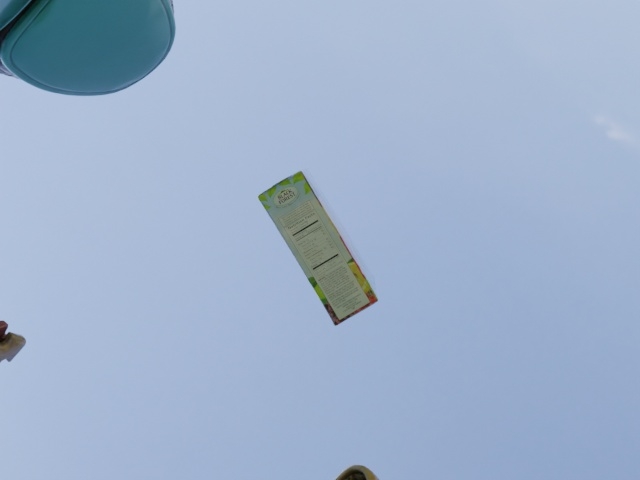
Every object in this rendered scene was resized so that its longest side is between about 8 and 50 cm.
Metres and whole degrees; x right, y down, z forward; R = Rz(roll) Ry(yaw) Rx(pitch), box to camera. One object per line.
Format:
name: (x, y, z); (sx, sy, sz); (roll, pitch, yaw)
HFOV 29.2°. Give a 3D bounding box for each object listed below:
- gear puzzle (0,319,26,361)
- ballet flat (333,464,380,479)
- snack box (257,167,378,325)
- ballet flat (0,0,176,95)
gear puzzle: (-0.388, 0.108, 0.998); (0.044, 0.175, 0.339); (43, -177, 21)
ballet flat: (-0.028, 0.272, 1.008); (0.232, 0.080, 0.073); (-42, -53, -32)
snack box: (0.000, 0.000, 0.856); (0.100, 0.037, 0.141); (60, -177, -3)
ballet flat: (-0.251, -0.214, 0.919); (0.182, 0.164, 0.483); (50, -166, 5)
